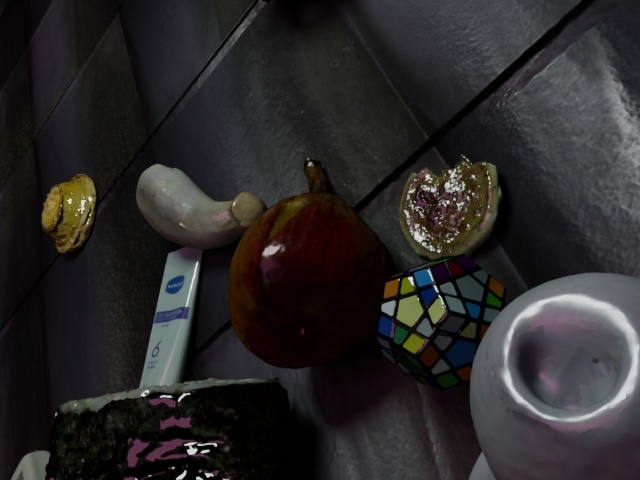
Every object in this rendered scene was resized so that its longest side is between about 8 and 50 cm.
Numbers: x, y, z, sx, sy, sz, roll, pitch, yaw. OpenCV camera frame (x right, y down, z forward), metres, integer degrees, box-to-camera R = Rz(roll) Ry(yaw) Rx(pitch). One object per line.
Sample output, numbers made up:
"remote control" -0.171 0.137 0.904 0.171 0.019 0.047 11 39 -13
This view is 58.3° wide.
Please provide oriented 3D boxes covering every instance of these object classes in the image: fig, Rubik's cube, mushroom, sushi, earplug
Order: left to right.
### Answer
"sushi" -0.187 0.263 0.699 0.350 0.211 0.170 -16 72 28
"mushroom" -0.193 -0.043 0.906 0.270 0.103 0.118 21 98 36
"fig" -0.030 -0.001 0.668 0.191 0.191 0.290 -39 54 29
"Rubik's cube" 0.116 0.076 0.547 0.133 0.133 0.112 -56 17 16
"earplug" 0.190 0.175 0.402 0.214 0.175 0.325 16 118 45

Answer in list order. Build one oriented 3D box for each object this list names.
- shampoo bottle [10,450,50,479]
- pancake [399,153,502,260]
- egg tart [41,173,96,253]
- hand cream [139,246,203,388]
"shampoo bottle" -0.499 0.532 1.032 0.284 0.071 0.153 34 98 43
"pancake" 0.139 -0.034 0.625 0.130 0.023 0.116 -18 65 45
"egg tart" -0.575 -0.065 1.298 0.191 0.074 0.191 -19 63 42
"hand cream" -0.240 0.160 0.923 0.109 0.067 0.320 -16 59 41
